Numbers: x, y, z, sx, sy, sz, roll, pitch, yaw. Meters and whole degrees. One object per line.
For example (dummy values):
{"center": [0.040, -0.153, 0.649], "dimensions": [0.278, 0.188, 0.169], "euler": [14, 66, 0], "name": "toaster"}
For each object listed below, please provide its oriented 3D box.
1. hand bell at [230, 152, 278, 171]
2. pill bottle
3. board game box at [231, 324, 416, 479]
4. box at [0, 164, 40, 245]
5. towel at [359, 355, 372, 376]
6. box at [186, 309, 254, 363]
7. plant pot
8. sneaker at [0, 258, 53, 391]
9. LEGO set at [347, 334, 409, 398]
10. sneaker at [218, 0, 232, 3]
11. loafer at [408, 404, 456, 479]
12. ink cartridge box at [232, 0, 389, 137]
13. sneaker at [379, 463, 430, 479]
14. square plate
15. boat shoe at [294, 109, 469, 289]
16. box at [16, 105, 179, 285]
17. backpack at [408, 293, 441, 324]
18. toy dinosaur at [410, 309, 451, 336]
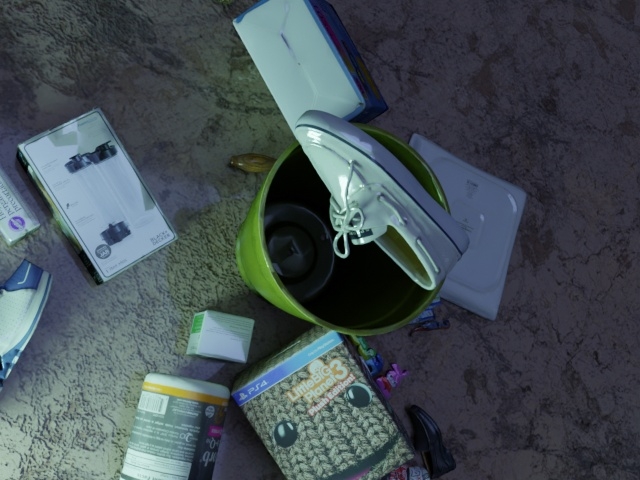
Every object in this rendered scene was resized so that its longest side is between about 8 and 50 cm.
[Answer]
{"center": [-0.067, -0.156, 1.594], "dimensions": [0.242, 0.126, 0.126], "euler": [4, 80, -10], "name": "hand bell"}
{"center": [-0.269, 0.387, 1.370], "dimensions": [0.162, 0.162, 0.278], "euler": [16, 76, -21], "name": "pill bottle"}
{"center": [0.005, 0.334, 1.466], "dimensions": [0.232, 0.141, 0.291], "euler": [-33, 96, 0], "name": "board game box"}
{"center": [-0.618, -0.143, 1.352], "dimensions": [0.063, 0.067, 0.324], "euler": [-35, 97, -23], "name": "box"}
{"center": [0.041, 0.314, 1.559], "dimensions": [0.152, 0.023, 0.113], "euler": [-26, 94, 7], "name": "towel"}
{"center": [-0.194, 0.188, 1.467], "dimensions": [0.102, 0.101, 0.087], "euler": [14, 77, -20], "name": "box"}
{"center": [0.000, 0.000, 1.444], "dimensions": [0.367, 0.353, 0.366], "euler": [4, 81, -23], "name": "plant pot"}
{"center": [-0.595, 0.159, 1.281], "dimensions": [0.182, 0.127, 0.315], "euler": [29, 73, -20], "name": "sneaker"}
{"center": [0.112, 0.207, 1.604], "dimensions": [0.093, 0.087, 0.227], "euler": [-31, 95, -9], "name": "LEGO set"}
{"center": [-0.255, -0.579, 1.580], "dimensions": [0.192, 0.064, 0.086], "euler": [25, 77, -15], "name": "sneaker"}
{"center": [0.230, 0.436, 1.639], "dimensions": [0.061, 0.062, 0.170], "euler": [-30, 93, -20], "name": "loafer"}
{"center": [0.001, -0.345, 1.530], "dimensions": [0.151, 0.395, 0.269], "euler": [-28, 93, 13], "name": "ink cartridge box"}
{"center": [0.160, 0.596, 1.565], "dimensions": [0.145, 0.090, 0.269], "euler": [11, 75, -19], "name": "sneaker"}
{"center": [0.318, -0.033, 1.757], "dimensions": [0.347, 0.049, 0.343], "euler": [24, 73, -19], "name": "square plate"}
{"center": [0.075, -0.043, 1.228], "dimensions": [0.367, 0.136, 0.156], "euler": [42, 71, -23], "name": "boat shoe"}
{"center": [-0.416, -0.082, 1.420], "dimensions": [0.169, 0.087, 0.289], "euler": [-34, 97, -24], "name": "box"}
{"center": [0.202, 0.139, 1.648], "dimensions": [0.114, 0.105, 0.084], "euler": [-15, 89, -26], "name": "backpack"}
{"center": [0.253, 0.188, 1.710], "dimensions": [0.082, 0.047, 0.090], "euler": [31, 104, -26], "name": "toy dinosaur"}
